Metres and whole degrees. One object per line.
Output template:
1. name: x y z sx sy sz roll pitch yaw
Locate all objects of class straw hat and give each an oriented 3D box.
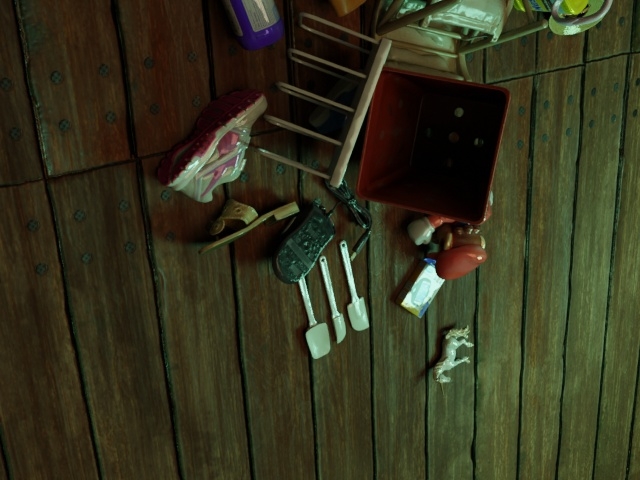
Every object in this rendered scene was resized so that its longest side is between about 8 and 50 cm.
1. straw hat: 0.593 -0.548 1.987 0.144 0.144 0.061 6 62 -35

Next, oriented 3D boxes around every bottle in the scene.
1. bottle: -0.150 -0.480 1.488 0.092 0.118 0.283 -22 120 0

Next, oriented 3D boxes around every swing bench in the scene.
1. swing bench: 0.267 -0.456 1.723 0.253 0.255 0.165 3 67 -35

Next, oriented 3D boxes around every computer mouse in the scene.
1. computer mouse: 0.000 0.000 1.806 0.184 0.060 0.262 45 69 -32

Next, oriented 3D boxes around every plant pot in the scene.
1. plant pot: 0.252 -0.206 1.754 0.236 0.267 0.267 -29 130 -66

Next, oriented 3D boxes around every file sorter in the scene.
1. file sorter: -0.003 -0.262 1.599 0.173 0.193 0.277 19 96 -4

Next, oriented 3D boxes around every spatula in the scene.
1. spatula: 0.023 0.132 1.891 0.168 0.019 0.242 -26 120 -22

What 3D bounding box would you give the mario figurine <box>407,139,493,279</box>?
1. mario figurine: 0.303 -0.069 1.966 0.198 0.170 0.320 8 93 1

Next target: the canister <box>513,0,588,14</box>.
1. canister: 0.488 -0.555 1.850 0.073 0.170 0.126 -48 126 -10

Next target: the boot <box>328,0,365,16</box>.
1. boot: 0.008 -0.505 1.555 0.295 0.104 0.211 -47 134 -38

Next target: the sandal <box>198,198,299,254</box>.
1. sandal: -0.157 -0.049 1.686 0.240 0.088 0.079 -25 88 -32

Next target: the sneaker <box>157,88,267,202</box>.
1. sneaker: -0.186 -0.175 1.597 0.252 0.103 0.111 -47 130 -3

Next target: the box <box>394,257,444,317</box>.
1. box: 0.243 0.109 2.023 0.081 0.028 0.136 34 89 -37

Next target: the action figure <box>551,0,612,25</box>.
1. action figure: 0.567 -0.642 1.645 0.276 0.248 0.370 46 64 -45

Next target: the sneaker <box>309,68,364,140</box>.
1. sneaker: 0.054 -0.271 1.735 0.152 0.058 0.084 -50 121 -3

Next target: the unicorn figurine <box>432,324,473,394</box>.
1. unicorn figurine: 0.328 0.294 2.136 0.111 0.060 0.162 -5 94 -32
